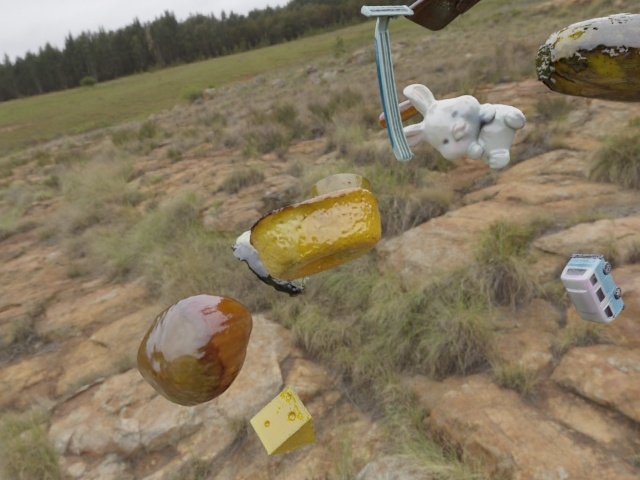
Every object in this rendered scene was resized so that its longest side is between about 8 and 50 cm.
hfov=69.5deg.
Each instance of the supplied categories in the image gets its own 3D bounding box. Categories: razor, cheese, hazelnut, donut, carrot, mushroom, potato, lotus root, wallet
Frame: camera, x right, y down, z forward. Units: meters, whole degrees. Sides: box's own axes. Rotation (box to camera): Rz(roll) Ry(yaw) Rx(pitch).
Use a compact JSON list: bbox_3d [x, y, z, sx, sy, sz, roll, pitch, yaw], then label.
[{"bbox_3d":[0.091,-0.196,0.591,0.068,0.191,0.037,-16,14,-25],"label":"razor"},{"bbox_3d":[-0.060,0.424,1.077,0.126,0.171,0.093,-42,56,0],"label":"cheese"},{"bbox_3d":[-0.213,0.197,0.826,0.210,0.210,0.186,-9,39,-9],"label":"hazelnut"},{"bbox_3d":[0.000,0.000,0.969,0.302,0.110,0.303,-18,-13,-4],"label":"donut"},{"bbox_3d":[0.298,-0.457,1.638,0.225,0.067,0.067,-17,5,45],"label":"carrot"},{"bbox_3d":[-0.148,0.056,1.466,0.247,0.130,0.344,26,4,-24],"label":"mushroom"},{"bbox_3d":[0.064,-0.078,1.295,0.178,0.158,0.203,7,-25,-33],"label":"potato"},{"bbox_3d":[0.694,-0.403,1.028,0.397,0.179,0.196,3,1,7],"label":"lotus root"},{"bbox_3d":[0.341,-0.617,1.165,0.137,0.031,0.255,5,-10,-30],"label":"wallet"}]

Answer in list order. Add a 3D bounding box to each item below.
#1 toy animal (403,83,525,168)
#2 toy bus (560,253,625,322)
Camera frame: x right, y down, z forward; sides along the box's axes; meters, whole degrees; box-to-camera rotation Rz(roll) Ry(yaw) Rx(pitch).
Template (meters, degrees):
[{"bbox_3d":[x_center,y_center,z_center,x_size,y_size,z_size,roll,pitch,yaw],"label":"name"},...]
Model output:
[{"bbox_3d":[0.420,-0.355,1.434,0.367,0.196,0.241,7,21,-12],"label":"toy animal"},{"bbox_3d":[0.479,0.091,0.816,0.075,0.123,0.060,-42,19,-23],"label":"toy bus"}]
